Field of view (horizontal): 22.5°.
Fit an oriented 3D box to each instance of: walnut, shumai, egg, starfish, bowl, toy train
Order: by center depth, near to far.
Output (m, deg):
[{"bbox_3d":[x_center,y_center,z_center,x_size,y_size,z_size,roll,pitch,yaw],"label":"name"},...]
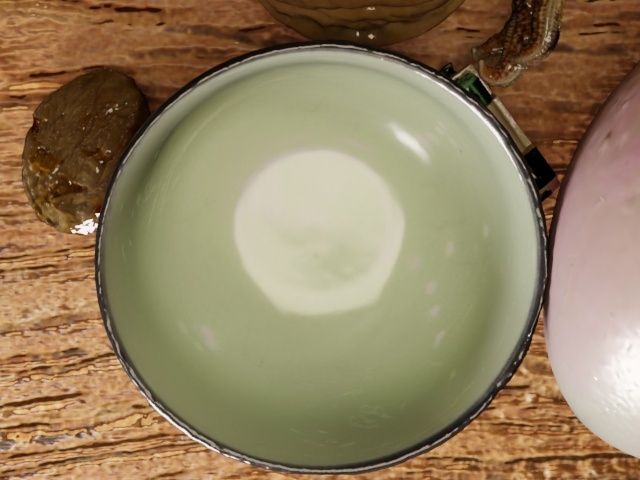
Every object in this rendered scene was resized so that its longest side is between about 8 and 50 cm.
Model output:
[{"bbox_3d":[0.326,0.024,1.269,0.340,0.354,0.354,-41,100,15],"label":"egg"},{"bbox_3d":[0.037,-0.251,1.273,0.213,0.213,0.213,0,102,-2],"label":"walnut"},{"bbox_3d":[0.181,-0.242,1.303,0.071,0.216,0.238,11,65,-13],"label":"starfish"},{"bbox_3d":[0.000,0.000,1.329,0.354,0.185,0.353,0,103,-1],"label":"bowl"},{"bbox_3d":[-0.187,-0.063,1.366,0.123,0.139,0.105,-2,138,27],"label":"shumai"},{"bbox_3d":[0.147,-0.090,1.367,0.050,0.087,0.138,-37,101,3],"label":"toy train"}]
